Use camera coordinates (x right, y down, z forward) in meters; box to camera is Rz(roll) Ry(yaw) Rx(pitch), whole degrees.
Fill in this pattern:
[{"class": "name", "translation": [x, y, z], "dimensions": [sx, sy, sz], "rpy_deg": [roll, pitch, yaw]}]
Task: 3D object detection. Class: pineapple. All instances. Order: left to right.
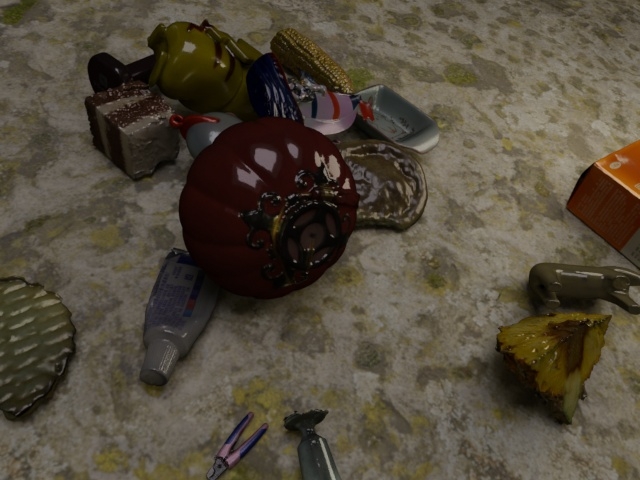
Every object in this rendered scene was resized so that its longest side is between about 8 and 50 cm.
[{"class": "pineapple", "translation": [0.376, 0.211, 0.975], "dimensions": [0.249, 0.164, 0.139], "rpy_deg": [-25, 19, -35]}]

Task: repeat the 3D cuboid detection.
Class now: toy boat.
[{"class": "toy boat", "translation": [-0.016, -0.272, 1.223], "dimensions": [0.318, 0.072, 0.219], "rpy_deg": [20, 55, -30]}]

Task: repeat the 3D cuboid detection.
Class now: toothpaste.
[{"class": "toothpaste", "translation": [-0.231, 0.113, 0.941], "dimensions": [0.099, 0.068, 0.283], "rpy_deg": [36, 32, -21]}]

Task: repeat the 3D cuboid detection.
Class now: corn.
[{"class": "corn", "translation": [-0.019, -0.438, 1.453], "dimensions": [0.101, 0.101, 0.292], "rpy_deg": [-23, 55, -30]}]

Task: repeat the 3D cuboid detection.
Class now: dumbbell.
[{"class": "dumbbell", "translation": [-0.392, -0.379, 1.296], "dimensions": [0.140, 0.124, 0.225], "rpy_deg": [34, 50, 19]}]

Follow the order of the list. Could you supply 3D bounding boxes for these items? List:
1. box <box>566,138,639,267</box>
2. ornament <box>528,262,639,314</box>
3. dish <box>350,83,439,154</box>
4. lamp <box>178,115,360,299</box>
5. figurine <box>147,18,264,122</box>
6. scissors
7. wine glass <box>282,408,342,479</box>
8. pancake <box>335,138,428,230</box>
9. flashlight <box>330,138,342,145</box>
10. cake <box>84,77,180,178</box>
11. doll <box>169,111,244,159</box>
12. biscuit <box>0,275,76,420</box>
[{"class": "box", "translation": [0.746, -0.053, 1.253], "dimensions": [0.224, 0.143, 0.341], "rpy_deg": [-24, 59, -30]}, {"class": "ornament", "translation": [0.515, 0.080, 1.098], "dimensions": [0.230, 0.061, 0.245], "rpy_deg": [4, 12, 8]}, {"class": "dish", "translation": [0.168, -0.270, 1.367], "dimensions": [0.154, 0.064, 0.234], "rpy_deg": [-31, 60, -34]}, {"class": "lamp", "translation": [-0.081, -0.050, 0.954], "dimensions": [0.303, 0.303, 0.257], "rpy_deg": [-20, 31, -28]}, {"class": "figurine", "translation": [-0.212, -0.353, 1.248], "dimensions": [0.326, 0.169, 0.218], "rpy_deg": [26, 45, -47]}, {"class": "scissors", "translation": [-0.122, 0.295, 0.826], "dimensions": [0.039, 0.012, 0.113], "rpy_deg": [33, 50, 17]}, {"class": "wine glass", "translation": [-0.002, 0.315, 0.799], "dimensions": [0.072, 0.072, 0.155], "rpy_deg": [-6, 50, -18]}, {"class": "pancake", "translation": [0.117, -0.120, 1.190], "dimensions": [0.236, 0.042, 0.223], "rpy_deg": [23, 64, -9]}, {"class": "flashlight", "translation": [0.077, -0.167, 1.265], "dimensions": [0.200, 0.048, 0.093], "rpy_deg": [24, 48, 9]}, {"class": "cake", "translation": [-0.369, -0.223, 1.155], "dimensions": [0.147, 0.135, 0.135], "rpy_deg": [37, 52, 28]}, {"class": "doll", "translation": [-0.142, -0.161, 1.146], "dimensions": [0.336, 0.105, 0.200], "rpy_deg": [25, 47, -14]}, {"class": "biscuit", "translation": [-0.476, 0.138, 0.870], "dimensions": [0.273, 0.036, 0.187], "rpy_deg": [32, 50, 17]}]
